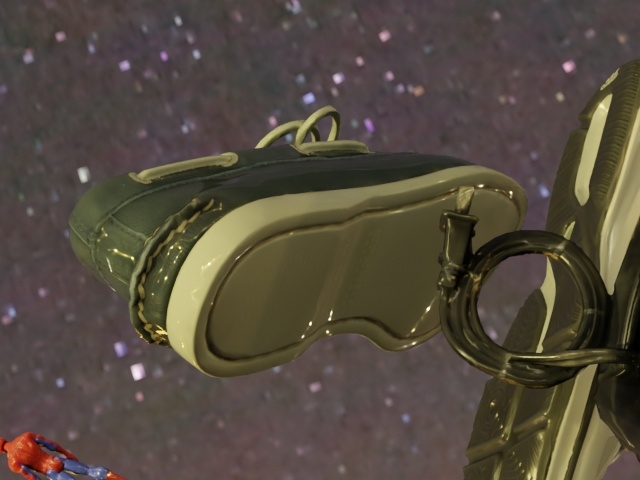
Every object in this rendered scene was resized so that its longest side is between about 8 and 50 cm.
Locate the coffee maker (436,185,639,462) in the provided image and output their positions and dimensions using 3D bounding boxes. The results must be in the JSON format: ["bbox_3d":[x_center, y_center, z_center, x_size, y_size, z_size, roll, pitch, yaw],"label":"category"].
[{"bbox_3d":[0.112,-0.007,0.348,0.171,0.120,0.178,-6,-28,1],"label":"coffee maker"}]

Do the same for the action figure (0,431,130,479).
[{"bbox_3d":[-0.196,0.175,1.311,0.115,0.038,0.030,24,-27,3],"label":"action figure"}]

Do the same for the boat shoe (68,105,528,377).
[{"bbox_3d":[0.000,0.000,0.703,0.254,0.079,0.095,-13,-50,-54],"label":"boat shoe"}]

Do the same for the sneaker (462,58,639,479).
[{"bbox_3d":[0.286,0.093,1.360,0.257,0.448,0.169,25,-22,-10],"label":"sneaker"}]
